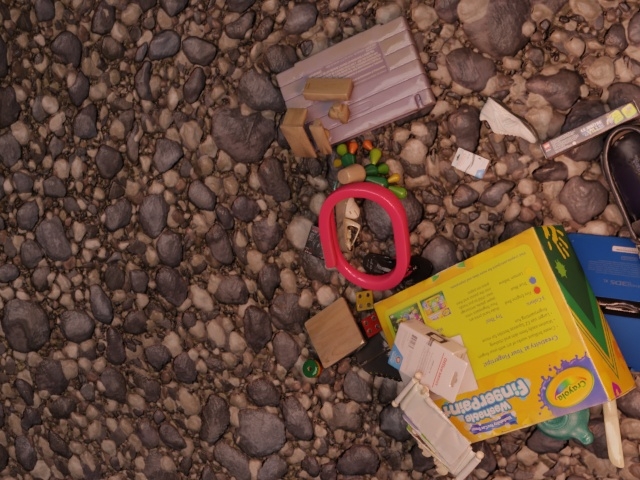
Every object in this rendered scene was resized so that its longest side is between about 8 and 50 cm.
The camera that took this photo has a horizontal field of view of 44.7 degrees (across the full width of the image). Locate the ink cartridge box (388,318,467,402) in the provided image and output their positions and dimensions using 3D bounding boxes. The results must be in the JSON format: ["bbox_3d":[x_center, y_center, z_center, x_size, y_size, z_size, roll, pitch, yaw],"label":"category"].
[{"bbox_3d":[0.241,0.256,1.663,0.180,0.060,0.104,29,113,35],"label":"ink cartridge box"}]

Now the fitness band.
[{"bbox_3d":[0.105,-0.006,1.825,0.209,0.054,0.290,2,124,19],"label":"fitness band"}]

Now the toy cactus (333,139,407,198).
[{"bbox_3d":[0.098,-0.157,1.848,0.219,0.180,0.112,50,124,17],"label":"toy cactus"}]

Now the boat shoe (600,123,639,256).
[{"bbox_3d":[0.708,-0.026,1.558,0.187,0.156,0.500,-31,68,25],"label":"boat shoe"}]

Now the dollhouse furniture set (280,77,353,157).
[{"bbox_3d":[0.006,-0.296,1.890,0.144,0.123,0.151,6,62,21],"label":"dollhouse furniture set"}]

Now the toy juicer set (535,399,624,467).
[{"bbox_3d":[0.546,0.350,1.754,0.329,0.089,0.209,16,98,31],"label":"toy juicer set"}]

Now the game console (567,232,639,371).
[{"bbox_3d":[0.670,0.140,1.719,0.293,0.173,0.250,7,66,21],"label":"game console"}]

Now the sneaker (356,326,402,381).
[{"bbox_3d":[0.192,0.322,1.906,0.118,0.083,0.222,-49,67,23],"label":"sneaker"}]

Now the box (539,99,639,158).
[{"bbox_3d":[0.581,-0.235,1.675,0.207,0.114,0.036,-26,85,22],"label":"box"}]

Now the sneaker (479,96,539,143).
[{"bbox_3d":[0.430,-0.263,1.772,0.152,0.054,0.061,42,117,20],"label":"sneaker"}]

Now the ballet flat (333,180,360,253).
[{"bbox_3d":[0.066,-0.057,1.891,0.068,0.072,0.213,13,131,13],"label":"ballet flat"}]

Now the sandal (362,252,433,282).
[{"bbox_3d":[0.184,0.067,1.900,0.179,0.040,0.067,6,97,21],"label":"sandal"}]

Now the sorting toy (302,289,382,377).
[{"bbox_3d":[0.050,0.228,1.954,0.274,0.046,0.132,-38,64,24],"label":"sorting toy"}]

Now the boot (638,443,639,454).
[{"bbox_3d":[0.745,0.454,1.708,0.087,0.042,0.118,-3,93,24],"label":"boot"}]

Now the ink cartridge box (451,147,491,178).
[{"bbox_3d":[0.349,-0.181,1.819,0.083,0.028,0.048,26,103,19],"label":"ink cartridge box"}]

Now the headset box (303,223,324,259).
[{"bbox_3d":[0.000,0.000,1.974,0.062,0.032,0.083,23,104,19],"label":"headset box"}]

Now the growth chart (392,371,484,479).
[{"bbox_3d":[0.244,0.409,1.666,0.237,0.021,0.172,51,143,14],"label":"growth chart"}]

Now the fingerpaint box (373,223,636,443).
[{"bbox_3d":[0.383,0.222,1.689,0.445,0.163,0.371,-32,73,37],"label":"fingerpaint box"}]

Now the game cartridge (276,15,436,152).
[{"bbox_3d":[0.081,-0.373,1.897,0.355,0.068,0.230,-20,83,22],"label":"game cartridge"}]
